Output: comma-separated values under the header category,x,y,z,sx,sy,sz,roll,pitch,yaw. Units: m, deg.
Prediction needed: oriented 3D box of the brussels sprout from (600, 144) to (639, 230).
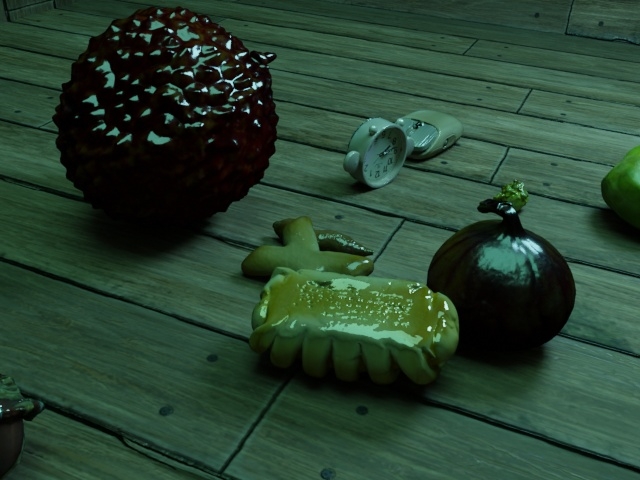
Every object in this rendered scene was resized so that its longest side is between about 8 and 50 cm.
category,x,y,z,sx,sy,sz,roll,pitch,yaw
brussels sprout,0.702,-0.101,1.439,0.223,0.161,0.223,6,36,-5

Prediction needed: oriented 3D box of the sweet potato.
category,x,y,z,sx,sy,sz,roll,pitch,yaw
sweet potato,-0.002,0.002,1.328,0.218,0.051,0.065,18,49,22

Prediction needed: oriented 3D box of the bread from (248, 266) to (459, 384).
category,x,y,z,sx,sy,sz,roll,pitch,yaw
bread,0.050,0.136,1.041,0.311,0.121,0.173,8,42,13

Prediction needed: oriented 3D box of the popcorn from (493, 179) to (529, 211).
category,x,y,z,sx,sy,sz,roll,pitch,yaw
popcorn,0.416,-0.096,1.512,0.083,0.068,0.059,-2,-21,39

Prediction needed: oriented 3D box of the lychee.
category,x,y,z,sx,sy,sz,roll,pitch,yaw
lychee,-0.277,-0.250,1.356,0.424,0.425,0.500,26,61,33

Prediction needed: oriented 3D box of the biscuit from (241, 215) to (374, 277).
category,x,y,z,sx,sy,sz,roll,pitch,yaw
biscuit,-0.026,0.043,1.222,0.164,0.047,0.208,-38,47,-20

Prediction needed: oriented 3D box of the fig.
category,x,y,z,sx,sy,sz,roll,pitch,yaw
fig,0.286,0.068,1.110,0.234,0.214,0.235,9,52,-12

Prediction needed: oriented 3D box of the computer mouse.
category,x,y,z,sx,sy,sz,roll,pitch,yaw
computer mouse,0.273,-0.281,1.780,0.145,0.082,0.236,27,38,33

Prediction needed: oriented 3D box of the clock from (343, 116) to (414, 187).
category,x,y,z,sx,sy,sz,roll,pitch,yaw
clock,0.127,-0.202,1.568,0.229,0.156,0.063,-23,39,-39

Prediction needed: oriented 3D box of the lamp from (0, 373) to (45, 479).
category,x,y,z,sx,sy,sz,roll,pitch,yaw
lamp,-0.461,0.228,0.829,0.223,0.215,0.151,17,53,-42
